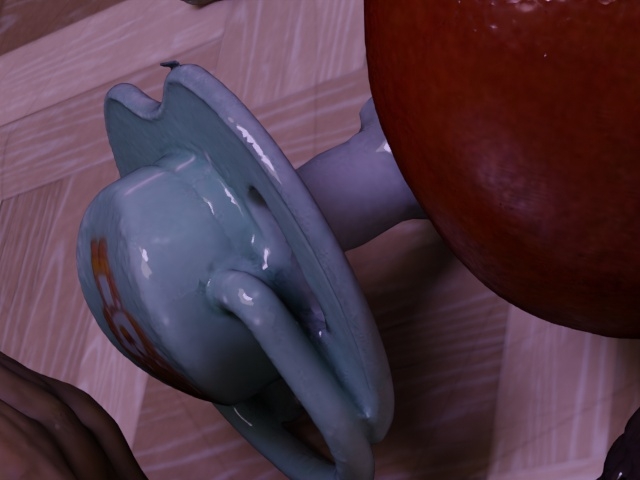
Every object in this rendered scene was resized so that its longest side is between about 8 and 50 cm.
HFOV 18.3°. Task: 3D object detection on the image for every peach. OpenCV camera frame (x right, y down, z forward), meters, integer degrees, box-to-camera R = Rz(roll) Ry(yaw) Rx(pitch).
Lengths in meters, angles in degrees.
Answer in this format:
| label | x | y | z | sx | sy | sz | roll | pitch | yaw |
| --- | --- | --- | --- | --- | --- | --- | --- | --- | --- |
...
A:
| label | x | y | z | sx | sy | sz | roll | pitch | yaw |
| --- | --- | --- | --- | --- | --- | --- | --- | --- | --- |
| peach | 0.185 | -0.098 | 0.982 | 0.332 | 0.308 | 0.307 | 18 | 78 | 36 |

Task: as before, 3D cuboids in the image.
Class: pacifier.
| label | x | y | z | sx | sy | sz | roll | pitch | yaw |
| --- | --- | --- | --- | --- | --- | --- | --- | --- | --- |
| pacifier | 0.000 | 0.000 | 1.202 | 0.269 | 0.288 | 0.343 | -28 | 12 | -15 |

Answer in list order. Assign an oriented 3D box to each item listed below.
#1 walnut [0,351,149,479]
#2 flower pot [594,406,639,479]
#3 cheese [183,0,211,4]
| label | x | y | z | sx | sy | sz | roll | pitch | yaw |
| --- | --- | --- | --- | --- | --- | --- | --- | --- | --- |
| walnut | -0.230 | 0.231 | 1.118 | 0.381 | 0.381 | 0.381 | -28 | 45 | 33 |
| flower pot | 0.181 | 0.178 | 0.813 | 0.267 | 0.267 | 0.266 | -36 | 40 | 44 |
| cheese | -0.063 | -0.279 | 1.586 | 0.097 | 0.037 | 0.192 | -7 | 60 | 45 |
